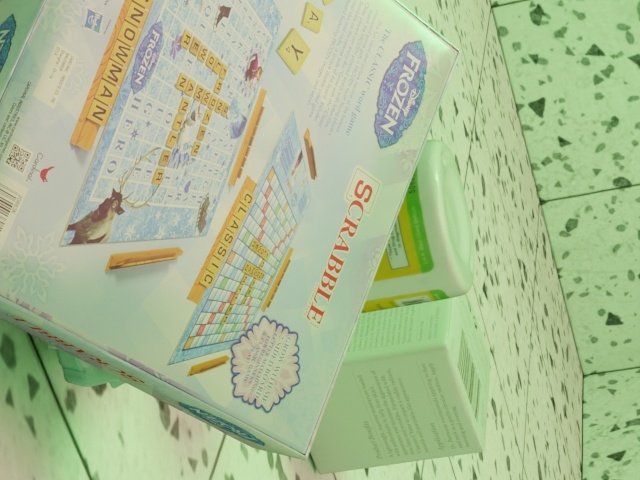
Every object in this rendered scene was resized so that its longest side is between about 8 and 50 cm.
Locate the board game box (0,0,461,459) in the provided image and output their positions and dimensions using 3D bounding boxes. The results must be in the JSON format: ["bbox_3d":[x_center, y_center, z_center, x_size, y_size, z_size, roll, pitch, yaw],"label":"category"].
[{"bbox_3d":[-0.078,-0.063,1.053,0.318,0.066,0.319,34,71,-37],"label":"board game box"}]

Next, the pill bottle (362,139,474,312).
[{"bbox_3d":[0.000,0.000,1.413,0.136,0.245,0.136,-10,90,-75],"label":"pill bottle"}]

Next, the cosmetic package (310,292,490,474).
[{"bbox_3d":[0.069,0.130,1.699,0.151,0.183,0.151,-78,154,-52],"label":"cosmetic package"}]

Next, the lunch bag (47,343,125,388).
[{"bbox_3d":[-0.124,-0.038,1.170,0.262,0.160,0.223,-36,118,-59],"label":"lunch bag"}]
